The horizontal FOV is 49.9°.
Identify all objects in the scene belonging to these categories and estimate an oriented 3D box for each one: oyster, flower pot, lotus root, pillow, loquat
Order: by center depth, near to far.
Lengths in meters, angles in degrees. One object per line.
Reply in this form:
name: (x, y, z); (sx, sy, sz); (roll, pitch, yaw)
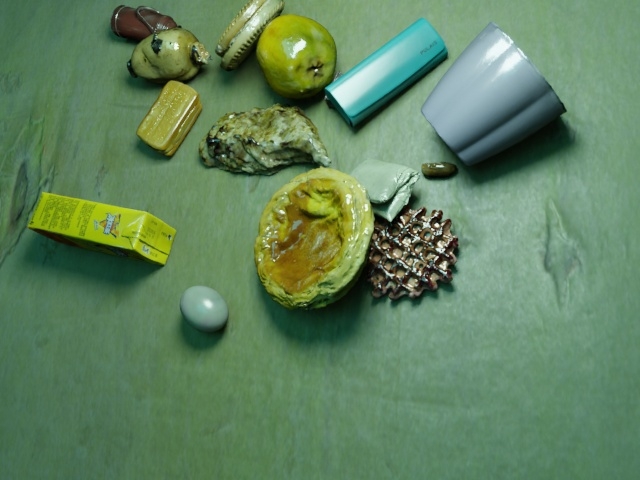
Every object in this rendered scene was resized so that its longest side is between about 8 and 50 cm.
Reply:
flower pot: (0.368, -0.303, 1.524); (0.243, 0.265, 0.265); (-42, 64, 14)
pillow: (0.132, -0.128, 1.612); (0.181, 0.078, 0.134); (23, 68, 47)
lotus root: (0.278, -0.165, 1.615); (0.083, 0.037, 0.030); (-1, 76, 19)
loquat: (-0.068, -0.475, 1.751); (0.213, 0.213, 0.246); (-42, 43, 2)
oyster: (-0.133, -0.281, 1.765); (0.396, 0.111, 0.204); (4, 71, 25)
lotus root: (-0.424, -0.516, 1.918); (0.256, 0.154, 0.140); (-7, 76, 21)

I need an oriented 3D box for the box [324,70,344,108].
box: (0.058, -0.375, 1.754); (0.063, 0.060, 0.085); (24, 81, 17)

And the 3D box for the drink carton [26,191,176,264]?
drink carton: (-0.574, -0.031, 1.806); (0.351, 0.154, 0.111); (11, 76, 23)

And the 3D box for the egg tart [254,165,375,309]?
egg tart: (0.000, 0.000, 1.581); (0.351, 0.150, 0.352); (-18, 62, 37)

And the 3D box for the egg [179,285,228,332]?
egg: (-0.282, 0.165, 1.666); (0.135, 0.103, 0.103); (34, 86, 27)

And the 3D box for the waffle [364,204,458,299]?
waffle: (0.201, 0.026, 1.570); (0.234, 0.055, 0.221); (-15, 68, 20)

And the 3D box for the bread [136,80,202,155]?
bread: (-0.411, -0.336, 1.895); (0.116, 0.077, 0.200); (26, 81, 26)

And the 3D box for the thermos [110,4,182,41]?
thermos: (-0.495, -0.617, 2.014); (0.232, 0.099, 0.124); (20, 117, 22)

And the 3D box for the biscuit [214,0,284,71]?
biscuit: (-0.186, -0.559, 1.814); (0.079, 0.259, 0.259); (41, 89, -10)

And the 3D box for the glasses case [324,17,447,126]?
glasses case: (0.163, -0.417, 1.692); (0.301, 0.070, 0.117); (-37, 80, -5)
